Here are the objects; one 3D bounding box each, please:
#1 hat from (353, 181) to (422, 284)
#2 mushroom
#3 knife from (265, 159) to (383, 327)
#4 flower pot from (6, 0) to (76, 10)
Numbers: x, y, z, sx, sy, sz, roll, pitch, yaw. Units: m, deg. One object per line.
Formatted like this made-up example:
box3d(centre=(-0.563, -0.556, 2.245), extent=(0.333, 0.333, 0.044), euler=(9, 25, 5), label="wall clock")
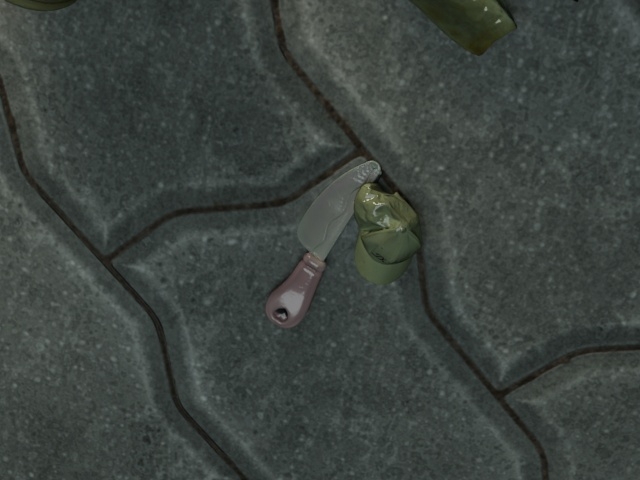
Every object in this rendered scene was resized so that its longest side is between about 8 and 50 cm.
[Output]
box3d(centre=(0.100, 0.000, 2.031), extent=(0.122, 0.081, 0.166), euler=(12, 124, -7), label="hat")
box3d(centre=(0.145, -0.387, 1.817), extent=(0.312, 0.081, 0.100), euler=(38, 136, -18), label="mushroom")
box3d(centre=(-0.003, -0.001, 2.084), extent=(0.081, 0.043, 0.336), euler=(29, 112, 2), label="knife")
box3d(centre=(-0.362, -0.468, 1.770), extent=(0.307, 0.307, 0.244), euler=(42, 133, -12), label="flower pot")
